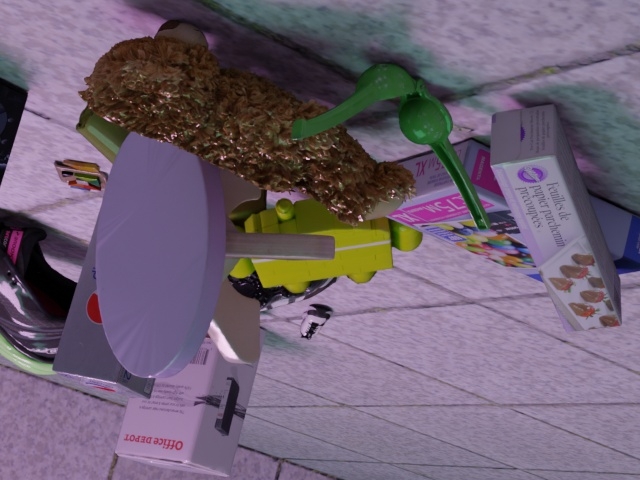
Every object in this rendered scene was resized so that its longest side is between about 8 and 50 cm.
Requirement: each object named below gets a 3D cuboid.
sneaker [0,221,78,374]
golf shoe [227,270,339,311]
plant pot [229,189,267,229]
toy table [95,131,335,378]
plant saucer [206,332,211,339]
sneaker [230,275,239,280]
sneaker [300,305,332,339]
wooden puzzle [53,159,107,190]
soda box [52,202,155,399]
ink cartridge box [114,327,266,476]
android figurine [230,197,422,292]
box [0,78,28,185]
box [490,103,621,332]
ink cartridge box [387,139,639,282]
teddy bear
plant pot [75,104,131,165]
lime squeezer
[{"bbox_3d":[-0.538,0.022,2.395,0.483,0.185,0.202,33,119,-28],"label":"sneaker"},{"bbox_3d":[-0.061,0.066,2.188,0.198,0.077,0.094,-9,172,33],"label":"golf shoe"},{"bbox_3d":[-0.106,-0.054,1.841,0.083,0.081,0.081,0,164,3],"label":"plant pot"},{"bbox_3d":[-0.129,0.010,1.671,0.252,0.274,0.161,13,-175,41],"label":"toy table"},{"bbox_3d":[-0.196,0.112,2.549,0.199,0.036,0.198,14,158,6],"label":"plant saucer"},{"bbox_3d":[-0.105,0.002,2.074,0.081,0.080,0.211,53,172,0],"label":"sneaker"},{"bbox_3d":[-0.009,0.133,2.476,0.040,0.043,0.109,17,163,-4],"label":"sneaker"},{"bbox_3d":[-0.317,-0.082,2.045,0.079,0.014,0.116,12,165,9],"label":"wooden puzzle"},{"bbox_3d":[-0.231,0.043,1.896,0.098,0.286,0.091,8,165,24],"label":"soda box"},{"bbox_3d":[-0.229,0.267,2.708,0.197,0.272,0.114,0,159,43],"label":"ink cartridge box"},{"bbox_3d":[0.000,0.000,1.838,0.248,0.056,0.273,-9,161,4],"label":"android figurine"},{"bbox_3d":[-0.431,-0.110,1.734,0.147,0.180,0.077,26,161,-37],"label":"box"},{"bbox_3d":[0.241,-0.013,1.549,0.063,0.067,0.324,-8,146,19],"label":"box"},{"bbox_3d":[0.231,-0.017,1.706,0.311,0.065,0.186,20,164,-25],"label":"ink cartridge box"},{"bbox_3d":[-0.059,-0.116,1.494,0.338,0.113,0.245,25,-174,-7],"label":"teddy bear"},{"bbox_3d":[-0.227,-0.123,1.721,0.079,0.083,0.083,36,157,-24],"label":"plant pot"},{"bbox_3d":[0.084,-0.102,1.447,0.059,0.110,0.310,-22,152,31],"label":"lime squeezer"}]
